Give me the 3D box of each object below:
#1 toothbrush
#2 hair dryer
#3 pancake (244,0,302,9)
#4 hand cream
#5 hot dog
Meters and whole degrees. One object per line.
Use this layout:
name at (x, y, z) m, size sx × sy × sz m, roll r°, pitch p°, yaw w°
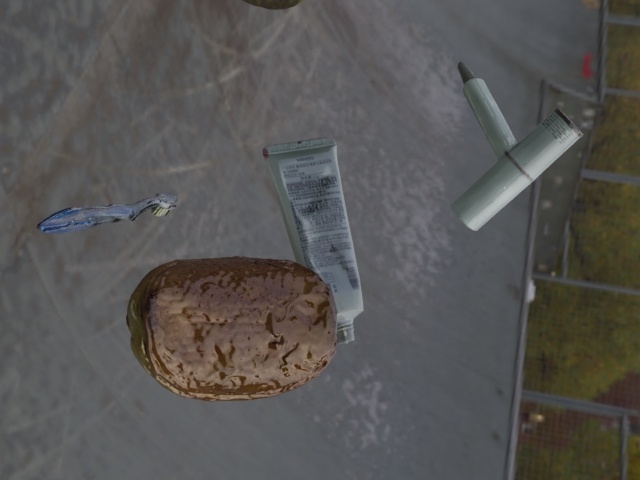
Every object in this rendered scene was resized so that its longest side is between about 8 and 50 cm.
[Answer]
toothbrush at (-0.293, -0.039, 1.270) m, size 0.042 × 0.035 × 0.413 m, roll -55°, pitch 173°, yaw 12°
hair dryer at (0.176, -0.122, 0.980) m, size 0.155 × 0.183 × 0.044 m, roll -44°, pitch 144°, yaw 14°
pancake at (-0.076, -0.355, 0.910) m, size 0.042 × 0.236 × 0.222 m, roll -46°, pitch 169°, yaw -39°
hand cream at (0.000, 0.000, 1.416) m, size 0.078 × 0.124 × 0.340 m, roll 128°, pitch -50°, yaw -71°
hot dog at (-0.119, 0.112, 1.160) m, size 0.122 × 0.272 × 0.196 m, roll 146°, pitch -61°, yaw -67°
